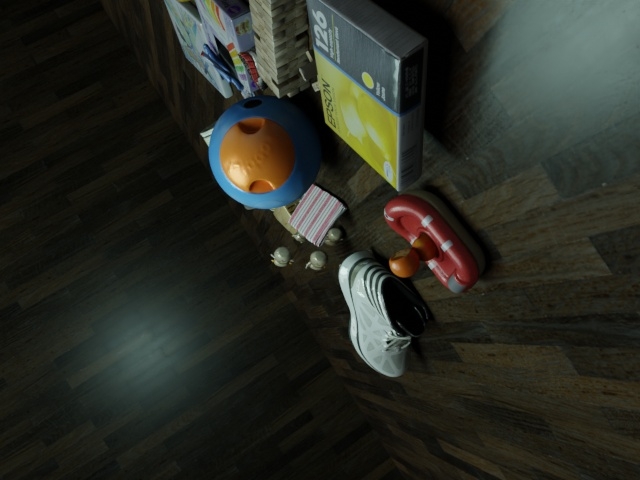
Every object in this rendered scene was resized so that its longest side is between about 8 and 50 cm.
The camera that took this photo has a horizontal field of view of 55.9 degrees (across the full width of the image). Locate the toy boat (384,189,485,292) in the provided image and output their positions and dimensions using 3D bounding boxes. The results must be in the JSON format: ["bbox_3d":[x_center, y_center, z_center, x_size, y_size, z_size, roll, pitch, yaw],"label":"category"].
[{"bbox_3d":[0.200,0.016,1.188,0.231,0.151,0.151,53,165,16],"label":"toy boat"}]

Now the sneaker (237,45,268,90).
[{"bbox_3d":[-0.138,-0.438,1.513,0.088,0.093,0.225,60,-177,-7],"label":"sneaker"}]

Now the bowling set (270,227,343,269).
[{"bbox_3d":[0.000,0.000,1.889,0.154,0.287,0.199,117,164,-76],"label":"bowling set"}]

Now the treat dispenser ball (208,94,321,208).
[{"bbox_3d":[-0.140,-0.225,1.546,0.288,0.288,0.288,53,165,20],"label":"treat dispenser ball"}]

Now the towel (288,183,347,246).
[{"bbox_3d":[-0.012,-0.076,1.762,0.029,0.144,0.197,32,-176,-36],"label":"towel"}]

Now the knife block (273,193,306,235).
[{"bbox_3d":[-0.092,-0.126,2.017,0.276,0.088,0.242,43,159,47],"label":"knife block"}]

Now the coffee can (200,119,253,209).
[{"bbox_3d":[-0.217,-0.264,1.880,0.275,0.202,0.201,60,166,-19],"label":"coffee can"}]

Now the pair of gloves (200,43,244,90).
[{"bbox_3d":[-0.288,-0.515,1.788,0.159,0.023,0.198,38,-165,-23],"label":"pair of gloves"}]

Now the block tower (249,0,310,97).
[{"bbox_3d":[-0.085,-0.446,1.292,0.097,0.091,0.335,51,165,21],"label":"block tower"}]

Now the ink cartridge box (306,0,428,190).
[{"bbox_3d":[0.053,-0.275,1.010,0.307,0.072,0.303,45,164,28],"label":"ink cartridge box"}]

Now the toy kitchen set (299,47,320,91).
[{"bbox_3d":[-0.019,-0.361,1.292,0.083,0.068,0.075,62,166,-15],"label":"toy kitchen set"}]

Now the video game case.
[{"bbox_3d":[-0.423,-0.681,2.053,0.329,0.036,0.300,48,163,34],"label":"video game case"}]

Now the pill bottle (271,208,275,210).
[{"bbox_3d":[-0.177,-0.169,2.258,0.065,0.065,0.116,47,164,36],"label":"pill bottle"}]

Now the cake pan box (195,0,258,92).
[{"bbox_3d":[-0.246,-0.565,1.636,0.245,0.070,0.266,53,167,27],"label":"cake pan box"}]

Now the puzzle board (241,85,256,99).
[{"bbox_3d":[-0.223,-0.449,1.922,0.096,0.011,0.128,58,166,-3],"label":"puzzle board"}]

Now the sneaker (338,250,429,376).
[{"bbox_3d":[0.198,0.261,1.692,0.257,0.169,0.447,39,155,57],"label":"sneaker"}]
